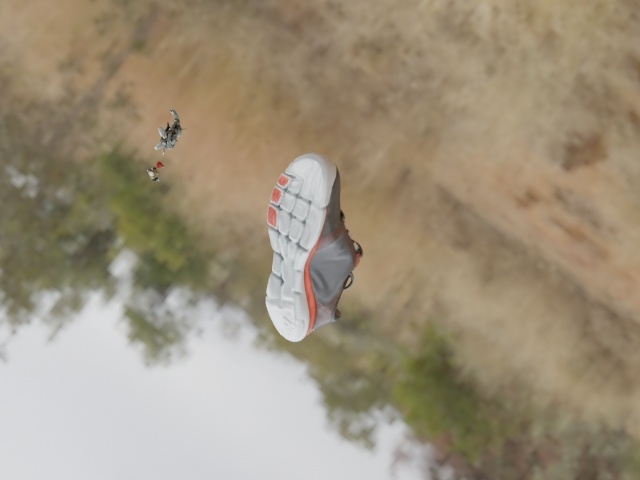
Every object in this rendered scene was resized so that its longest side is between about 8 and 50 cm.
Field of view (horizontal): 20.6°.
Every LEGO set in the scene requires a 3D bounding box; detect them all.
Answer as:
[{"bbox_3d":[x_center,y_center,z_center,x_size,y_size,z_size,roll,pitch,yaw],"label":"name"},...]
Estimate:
[{"bbox_3d":[-0.167,-0.104,1.938,0.023,0.083,0.054,13,-177,10],"label":"LEGO set"}]

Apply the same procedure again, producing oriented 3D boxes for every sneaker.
[{"bbox_3d":[0.000,0.000,1.319,0.065,0.158,0.061,-14,-140,-32],"label":"sneaker"}]
